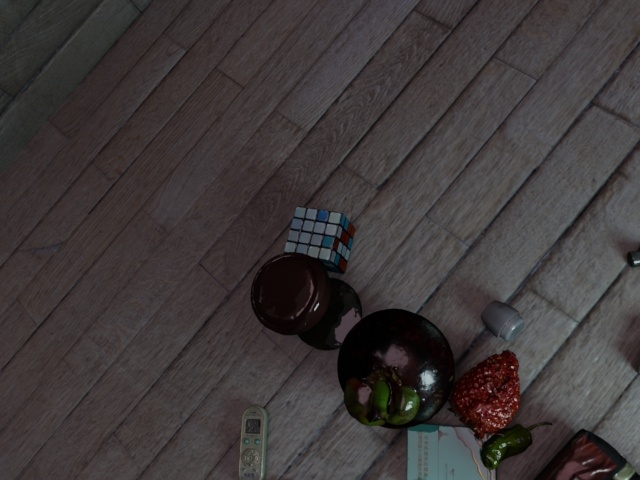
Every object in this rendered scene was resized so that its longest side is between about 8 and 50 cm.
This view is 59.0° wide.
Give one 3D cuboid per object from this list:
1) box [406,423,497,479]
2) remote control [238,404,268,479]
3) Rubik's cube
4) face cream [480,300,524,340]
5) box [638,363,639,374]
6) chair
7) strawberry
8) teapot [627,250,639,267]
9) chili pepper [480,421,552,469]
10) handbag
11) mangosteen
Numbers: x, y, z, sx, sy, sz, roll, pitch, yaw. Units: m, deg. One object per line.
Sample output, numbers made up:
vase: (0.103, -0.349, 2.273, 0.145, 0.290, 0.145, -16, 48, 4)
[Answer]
box: (0.339, 0.566, 1.472, 0.229, 0.041, 0.162, -3, 72, 18)
remote control: (-0.194, 0.594, 1.641, 0.078, 0.042, 0.222, -4, 70, 18)
Rubik's cube: (0.000, 0.000, 1.713, 0.154, 0.151, 0.155, 9, 76, 22)
face cream: (0.486, 0.214, 1.513, 0.091, 0.091, 0.095, -48, 57, -1)
box: (0.837, 0.293, 1.385, 0.089, 0.062, 0.122, 23, 80, 24)
chair: (-0.038, 0.165, 1.533, 0.226, 0.401, 0.227, -5, 72, 16)
strawberry: (0.432, 0.376, 1.421, 0.228, 0.098, 0.174, -43, 46, -4)
teapot: (0.864, 0.042, 1.472, 0.110, 0.043, 0.043, -9, 70, 11)
chili pepper: (0.480, 0.507, 1.416, 0.203, 0.072, 0.073, -19, 29, -26)
handbag: (0.604, 0.583, 1.304, 0.254, 0.181, 0.181, -47, 58, -3)
mangosteen: (0.174, 0.331, 1.434, 0.305, 0.359, 0.306, 4, 96, 35)
